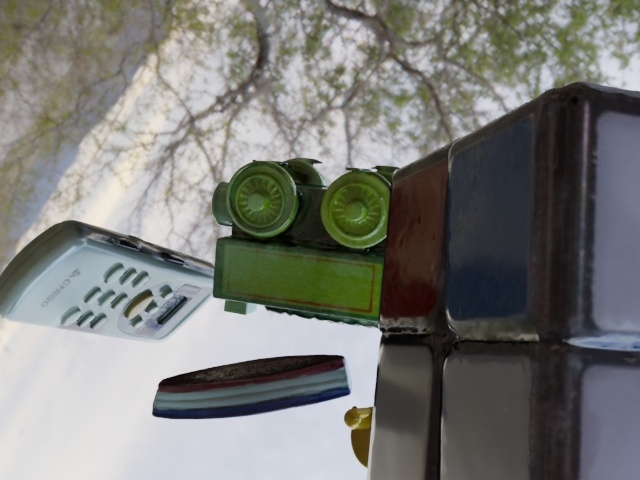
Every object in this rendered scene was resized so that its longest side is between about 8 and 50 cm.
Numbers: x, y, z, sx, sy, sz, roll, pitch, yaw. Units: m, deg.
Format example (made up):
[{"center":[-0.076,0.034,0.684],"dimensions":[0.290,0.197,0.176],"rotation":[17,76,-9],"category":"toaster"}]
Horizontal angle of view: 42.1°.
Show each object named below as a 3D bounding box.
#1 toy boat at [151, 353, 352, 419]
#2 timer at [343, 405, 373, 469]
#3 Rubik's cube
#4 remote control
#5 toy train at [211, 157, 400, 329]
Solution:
[{"center":[-0.080,0.162,0.927],"dimensions":[0.229,0.045,0.080],"rotation":[-8,-153,3],"category":"toy boat"},{"center":[0.089,0.320,1.350],"dimensions":[0.107,0.109,0.107],"rotation":[-9,-102,48],"category":"timer"},{"center":[0.234,0.084,0.633],"dimensions":[0.313,0.319,0.316],"rotation":[159,-63,-74],"category":"Rubik's cube"},{"center":[-0.238,0.055,0.978],"dimensions":[0.140,0.296,0.056],"rotation":[-44,-116,11],"category":"remote control"},{"center":[0.000,0.000,0.985],"dimensions":[0.159,0.272,0.188],"rotation":[-18,115,-72],"category":"toy train"}]
